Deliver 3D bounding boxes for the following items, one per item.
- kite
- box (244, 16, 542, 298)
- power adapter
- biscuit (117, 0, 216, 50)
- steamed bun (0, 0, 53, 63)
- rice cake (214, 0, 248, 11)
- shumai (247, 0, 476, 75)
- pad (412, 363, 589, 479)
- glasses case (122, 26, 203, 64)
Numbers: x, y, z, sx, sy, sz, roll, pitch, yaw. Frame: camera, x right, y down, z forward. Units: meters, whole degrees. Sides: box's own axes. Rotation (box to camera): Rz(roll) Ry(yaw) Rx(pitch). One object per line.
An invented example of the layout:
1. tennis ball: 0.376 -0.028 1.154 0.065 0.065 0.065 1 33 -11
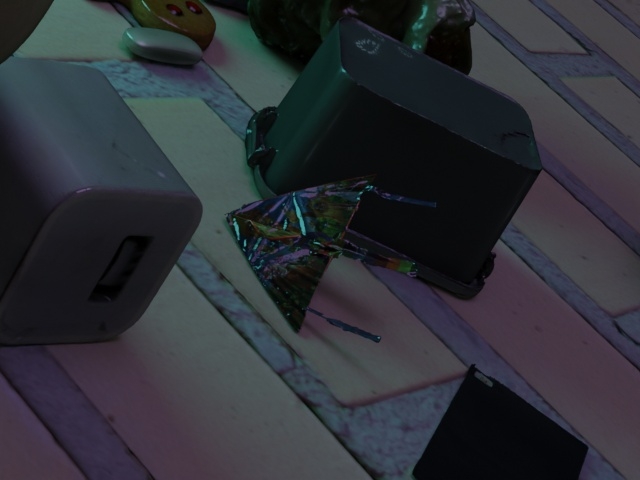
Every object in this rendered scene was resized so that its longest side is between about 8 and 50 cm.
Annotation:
1. kite: 0.000 0.000 1.193 0.160 0.010 0.183 17 47 10
2. box: 0.071 -0.077 1.327 0.243 0.135 0.163 26 28 -16
3. power adapter: -0.190 -0.049 0.993 0.125 0.130 0.205 2 42 -47
4. biscuit: -0.193 -0.268 1.466 0.250 0.036 0.165 42 29 17
5. steamed bun: -0.395 -0.194 0.835 0.456 0.290 0.371 30 31 19
6. rice cake: -0.052 -0.259 1.610 0.206 0.036 0.047 1 29 -47
7. shumai: 0.068 -0.245 1.528 0.256 0.189 0.218 -33 85 -22
8. pad: 0.138 0.163 1.142 0.116 0.004 0.193 35 26 3
9. glasses case: -0.141 -0.174 1.380 0.083 0.021 0.032 3 39 -46
